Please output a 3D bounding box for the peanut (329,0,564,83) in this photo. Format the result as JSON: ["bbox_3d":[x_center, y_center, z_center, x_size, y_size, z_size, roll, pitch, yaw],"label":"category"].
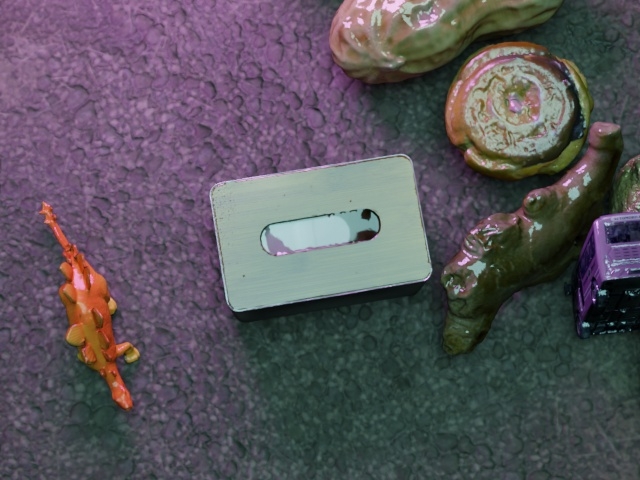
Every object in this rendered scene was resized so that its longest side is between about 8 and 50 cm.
[{"bbox_3d":[0.165,-0.295,1.728,0.325,0.153,0.140,-18,121,-2],"label":"peanut"}]

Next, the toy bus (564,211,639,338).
[{"bbox_3d":[0.356,0.045,1.641,0.096,0.199,0.108,-6,68,-1],"label":"toy bus"}]

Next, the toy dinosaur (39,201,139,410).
[{"bbox_3d":[-0.288,0.074,1.671,0.070,0.117,0.288,-21,82,-4],"label":"toy dinosaur"}]

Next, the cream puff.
[{"bbox_3d":[0.248,-0.162,1.713,0.189,0.129,0.189,0,91,4],"label":"cream puff"}]

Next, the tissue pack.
[{"bbox_3d":[0.000,0.002,1.677,0.246,0.136,0.159,-10,80,-2],"label":"tissue pack"}]

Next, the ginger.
[{"bbox_3d":[0.257,0.004,1.683,0.333,0.166,0.080,-45,50,-3],"label":"ginger"}]

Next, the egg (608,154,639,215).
[{"bbox_3d":[0.416,-0.043,1.696,0.116,0.118,0.140,-25,103,12],"label":"egg"}]
